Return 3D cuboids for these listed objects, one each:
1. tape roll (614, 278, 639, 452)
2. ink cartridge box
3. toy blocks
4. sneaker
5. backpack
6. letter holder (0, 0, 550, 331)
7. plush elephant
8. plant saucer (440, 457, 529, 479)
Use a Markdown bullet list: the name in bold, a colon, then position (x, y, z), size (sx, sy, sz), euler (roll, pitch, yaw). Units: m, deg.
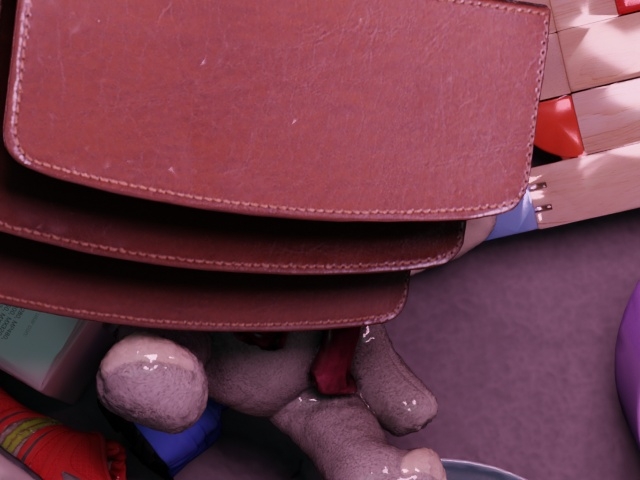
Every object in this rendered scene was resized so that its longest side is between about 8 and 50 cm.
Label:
- **tape roll**: position (0.360, 0.099, 1.250), size (0.275, 0.090, 0.275), euler (-1, 113, -2)
- **ink cartridge box**: position (-0.270, 0.022, 1.291), size (0.237, 0.172, 0.100), euler (30, 83, 5)
- **toy blocks**: position (0.201, -0.162, 1.332), size (0.261, 0.191, 0.381), euler (-12, 89, 11)
- **sneaker**: position (-0.206, 0.172, 1.272), size (0.118, 0.107, 0.279), euler (-16, 39, -29)
- **backpack**: position (-0.117, 0.118, 1.300), size (0.101, 0.120, 0.098), euler (-44, 82, -6)
- **letter holder**: position (-0.048, -0.046, 0.964), size (0.302, 0.152, 0.214), euler (5, 94, -24)
- **plush elephant**: position (0.000, 0.000, 1.202), size (0.272, 0.330, 0.255), euler (29, 104, -23)
- **plant saucer**: position (0.089, 0.326, 1.302), size (0.317, 0.044, 0.317), euler (0, 81, 1)
